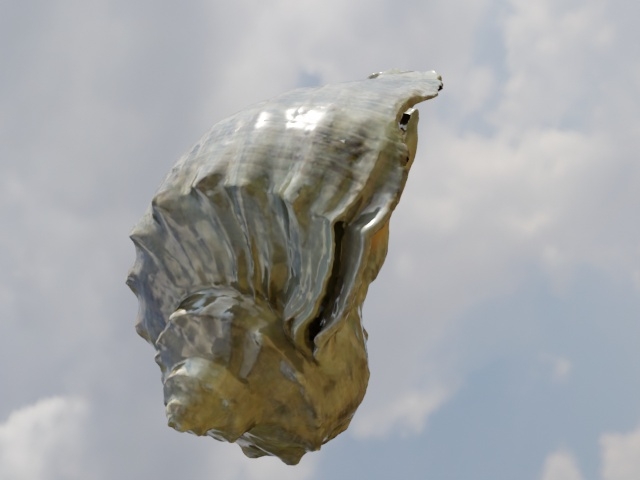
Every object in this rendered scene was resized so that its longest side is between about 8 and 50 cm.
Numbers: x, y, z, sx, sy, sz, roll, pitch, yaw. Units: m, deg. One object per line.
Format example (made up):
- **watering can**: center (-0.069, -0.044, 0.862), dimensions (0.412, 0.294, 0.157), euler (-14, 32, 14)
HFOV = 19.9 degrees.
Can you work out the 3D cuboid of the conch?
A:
- **conch**: center (0.000, 0.000, 0.756), dimensions (0.130, 0.155, 0.207), euler (52, -125, -18)
